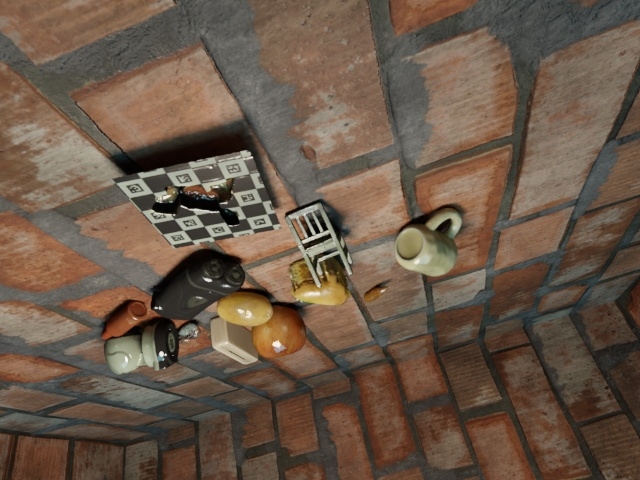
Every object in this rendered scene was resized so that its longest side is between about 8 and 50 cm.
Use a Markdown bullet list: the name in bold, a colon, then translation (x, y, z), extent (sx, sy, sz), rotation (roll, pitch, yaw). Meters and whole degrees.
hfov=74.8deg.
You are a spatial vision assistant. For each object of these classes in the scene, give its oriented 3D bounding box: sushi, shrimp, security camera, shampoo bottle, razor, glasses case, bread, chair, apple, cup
- **sushi**: translation (-0.312, -0.116, 1.146), extent (0.343, 0.064, 0.359), rotation (-11, 149, 3)
- **shrimp**: translation (-0.604, 0.426, 1.866), extent (0.233, 0.079, 0.090), rotation (-38, 179, 37)
- **security camera**: translation (-0.747, 0.443, 1.728), extent (0.277, 0.191, 0.197), rotation (-10, 176, -2)
- **shampoo bottle**: translation (-0.771, 0.318, 1.618), extent (0.244, 0.085, 0.085), rotation (-32, 144, 26)
- **razor**: translation (-0.440, 0.172, 1.494), extent (0.349, 0.113, 0.204), rotation (-32, 143, 30)
- **glasses case**: translation (-0.394, 0.465, 1.940), extent (0.076, 0.144, 0.336), rotation (-20, 146, 7)
- **bread**: translation (0.019, 0.137, 1.575), extent (0.251, 0.174, 0.133), rotation (8, 139, -24)
- **chair**: translation (0.000, 0.000, 1.408), extent (0.136, 0.147, 0.270), rotation (-23, 103, 10)
- **apple**: translation (-0.185, 0.401, 1.866), extent (0.253, 0.253, 0.253), rotation (-10, 148, -6)
- **cup**: translation (0.412, 0.015, 1.523), extent (0.202, 0.173, 0.255), rotation (18, 137, -42)

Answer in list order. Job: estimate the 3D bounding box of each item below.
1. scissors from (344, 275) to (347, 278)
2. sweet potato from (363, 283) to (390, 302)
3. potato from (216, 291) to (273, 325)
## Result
- **scissors**: translation (0.013, 0.187, 1.779), extent (0.187, 0.020, 0.133), rotation (-31, 148, 23)
- **sweet potato**: translation (0.258, 0.237, 1.915), extent (0.056, 0.056, 0.195), rotation (6, 151, -29)
- **potato**: translation (-0.304, 0.277, 1.701), extent (0.234, 0.146, 0.150), rotation (8, 110, -31)
